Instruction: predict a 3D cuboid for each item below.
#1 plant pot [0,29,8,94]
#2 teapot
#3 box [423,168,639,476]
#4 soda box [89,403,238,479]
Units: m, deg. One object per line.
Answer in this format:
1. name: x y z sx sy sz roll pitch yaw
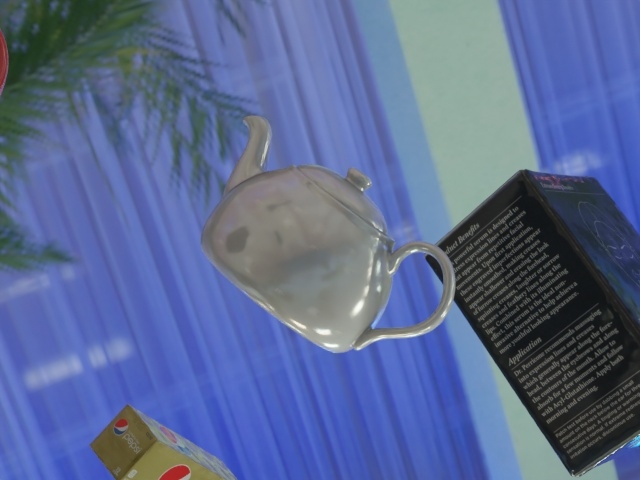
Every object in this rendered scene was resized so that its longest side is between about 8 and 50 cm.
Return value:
1. plant pot: -0.433 -0.156 1.216 0.191 0.191 0.174 -30 172 -36
2. teapot: 0.000 0.000 1.393 0.187 0.256 0.252 -52 -153 4
3. box: 0.393 0.111 1.760 0.212 0.395 0.293 -43 158 27
4. soda box: -0.150 0.234 1.205 0.058 0.181 0.061 -48 -129 -2
